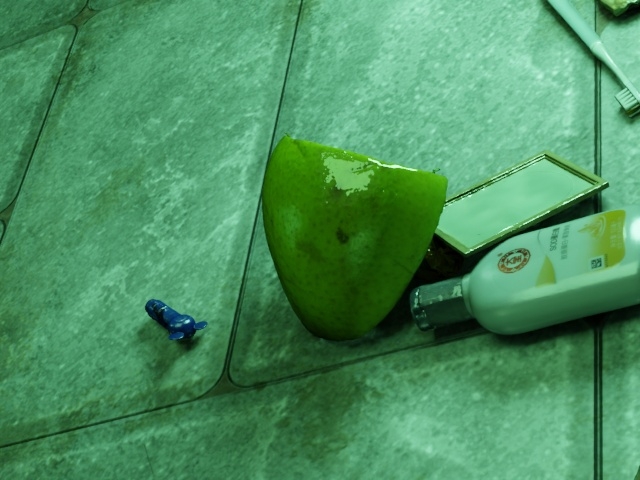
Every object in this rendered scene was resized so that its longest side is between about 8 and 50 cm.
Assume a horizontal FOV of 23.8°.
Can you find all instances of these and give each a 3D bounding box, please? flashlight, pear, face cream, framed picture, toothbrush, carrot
[{"bbox_3d":[-0.199,0.109,2.026,0.057,0.035,0.121,-25,27,-25],"label":"flashlight"},{"bbox_3d":[-0.001,0.000,1.845,0.288,0.139,0.239,18,99,54],"label":"pear"},{"bbox_3d":[0.241,0.043,1.712,0.291,0.071,0.144,-16,35,26],"label":"face cream"},{"bbox_3d":[0.224,-0.046,1.812,0.201,0.010,0.136,-26,30,-15],"label":"framed picture"},{"bbox_3d":[0.352,-0.259,1.985,0.030,0.025,0.342,-32,38,10],"label":"toothbrush"},{"bbox_3d":[0.086,0.000,1.886,0.069,0.069,0.228,-49,37,-16],"label":"carrot"}]

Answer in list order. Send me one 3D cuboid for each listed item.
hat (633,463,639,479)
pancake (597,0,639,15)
[{"bbox_3d":[0.344,0.254,1.425,0.147,0.085,0.175,-53,16,-3],"label":"hat"},{"bbox_3d":[0.469,-0.373,2.006,0.235,0.029,0.212,7,54,42],"label":"pancake"}]
